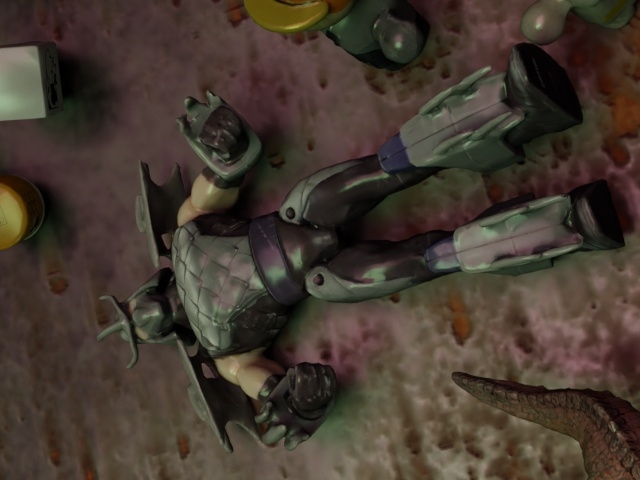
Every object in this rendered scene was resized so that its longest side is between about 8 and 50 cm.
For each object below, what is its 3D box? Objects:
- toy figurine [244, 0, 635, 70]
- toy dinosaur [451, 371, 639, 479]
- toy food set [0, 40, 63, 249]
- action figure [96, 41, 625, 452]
[{"bbox_3d":[0.062,-0.193,0.726,0.213,0.148,0.209,-5,82,21],"label":"toy figurine"},{"bbox_3d":[0.157,0.149,0.622,0.127,0.200,0.295,-38,71,14],"label":"toy dinosaur"},{"bbox_3d":[-0.201,-0.115,0.870,0.111,0.104,0.232,-4,100,8],"label":"toy food set"},{"bbox_3d":[0.000,0.000,0.759,0.285,0.099,0.185,-22,89,23],"label":"action figure"}]
